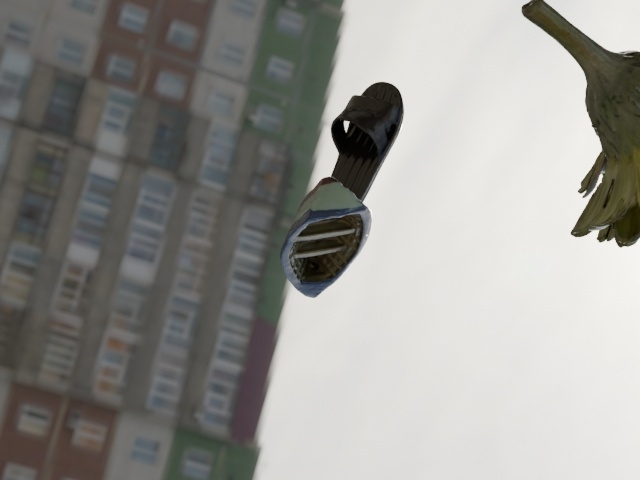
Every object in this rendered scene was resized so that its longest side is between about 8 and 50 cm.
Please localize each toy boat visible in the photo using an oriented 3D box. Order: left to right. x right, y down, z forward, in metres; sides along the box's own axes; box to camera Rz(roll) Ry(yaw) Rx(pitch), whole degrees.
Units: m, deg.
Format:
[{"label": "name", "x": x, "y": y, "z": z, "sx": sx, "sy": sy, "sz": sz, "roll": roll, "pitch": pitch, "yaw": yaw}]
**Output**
[{"label": "toy boat", "x": 0.000, "y": 0.000, "z": 1.459, "sx": 0.229, "sy": 0.080, "sz": 0.045, "roll": 106, "pitch": -28, "yaw": -71}]

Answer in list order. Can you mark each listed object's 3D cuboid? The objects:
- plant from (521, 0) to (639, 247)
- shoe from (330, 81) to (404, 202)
[{"label": "plant", "x": 0.382, "y": -0.162, "z": 1.791, "sx": 0.261, "sy": 0.297, "sz": 0.305, "roll": -2, "pitch": -139, "yaw": 25}, {"label": "shoe", "x": 0.036, "y": -0.101, "z": 1.629, "sx": 0.062, "sy": 0.053, "sz": 0.159, "roll": 7, "pitch": -112, "yaw": 37}]
